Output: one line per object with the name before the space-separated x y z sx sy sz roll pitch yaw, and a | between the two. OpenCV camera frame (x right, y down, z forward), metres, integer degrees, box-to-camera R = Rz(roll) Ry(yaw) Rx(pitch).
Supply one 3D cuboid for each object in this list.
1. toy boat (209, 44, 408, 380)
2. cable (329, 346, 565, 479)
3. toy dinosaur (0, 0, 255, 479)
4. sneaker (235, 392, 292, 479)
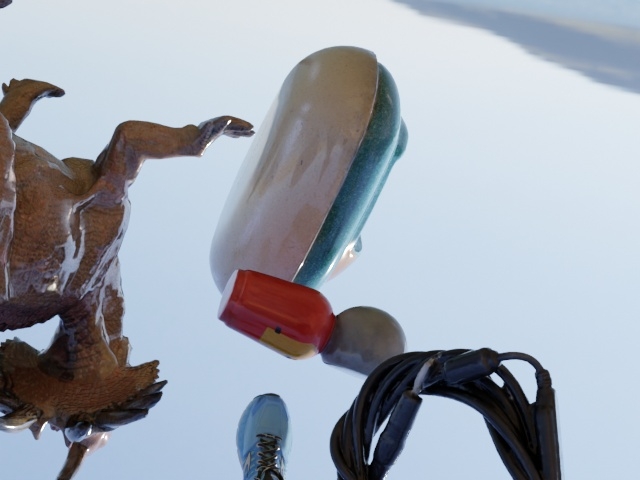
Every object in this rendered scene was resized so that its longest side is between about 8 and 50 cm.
toy boat | 0.000 0.000 1.177 0.148 0.267 0.318 22 -148 -12
cable | 0.071 0.154 0.810 0.151 0.184 0.047 -8 172 31
toy dinosaur | -0.158 0.004 0.673 0.127 0.200 0.296 4 163 43
sneaker | -0.053 0.241 1.475 0.063 0.162 0.073 8 171 -19
